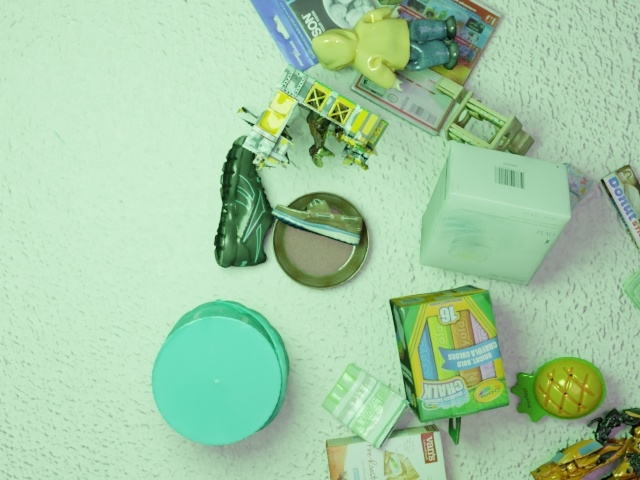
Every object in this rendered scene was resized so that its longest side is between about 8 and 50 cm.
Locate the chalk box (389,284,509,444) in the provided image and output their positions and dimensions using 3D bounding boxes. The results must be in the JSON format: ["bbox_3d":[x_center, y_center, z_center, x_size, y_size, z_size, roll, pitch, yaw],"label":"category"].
[{"bbox_3d":[0.255,0.247,1.532,0.179,0.180,0.288,-11,92,-2],"label":"chalk box"}]

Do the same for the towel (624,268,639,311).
[{"bbox_3d":[0.824,0.084,1.622,0.325,0.038,0.248,-41,92,-2],"label":"towel"}]

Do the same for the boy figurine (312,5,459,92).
[{"bbox_3d":[0.126,-0.372,1.530,0.285,0.092,0.177,-6,81,-4],"label":"boy figurine"}]

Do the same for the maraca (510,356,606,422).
[{"bbox_3d":[0.482,0.305,1.584,0.186,0.099,0.127,-19,82,23],"label":"maraca"}]

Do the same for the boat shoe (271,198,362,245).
[{"bbox_3d":[-0.004,-0.046,1.545,0.183,0.066,0.066,18,85,-12],"label":"boat shoe"}]

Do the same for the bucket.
[{"bbox_3d":[-0.191,0.257,1.511,0.281,0.183,0.281,0,90,-2],"label":"bucket"}]

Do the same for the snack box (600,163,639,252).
[{"bbox_3d":[0.653,-0.066,1.622,0.064,0.022,0.178,-29,92,0],"label":"snack box"}]

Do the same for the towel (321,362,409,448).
[{"bbox_3d":[0.088,0.330,1.566,0.152,0.023,0.113,32,84,27],"label":"towel"}]

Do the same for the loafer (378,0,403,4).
[{"bbox_3d":[0.136,-0.522,1.568,0.050,0.056,0.148,13,55,-26],"label":"loafer"}]

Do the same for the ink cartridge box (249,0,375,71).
[{"bbox_3d":[-0.015,-0.475,1.584,0.208,0.045,0.206,-32,93,-1],"label":"ink cartridge box"}]

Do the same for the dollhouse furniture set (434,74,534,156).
[{"bbox_3d":[0.313,-0.223,1.574,0.182,0.161,0.101,38,98,31],"label":"dollhouse furniture set"}]

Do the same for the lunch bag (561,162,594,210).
[{"bbox_3d":[0.508,-0.107,1.602,0.071,0.053,0.083,36,98,-1],"label":"lunch bag"}]

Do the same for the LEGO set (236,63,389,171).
[{"bbox_3d":[-0.023,-0.189,1.459,0.255,0.331,0.192,29,97,-15],"label":"LEGO set"}]

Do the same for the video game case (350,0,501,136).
[{"bbox_3d":[0.216,-0.386,1.603,0.204,0.025,0.285,29,89,-2],"label":"video game case"}]

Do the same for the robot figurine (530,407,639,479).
[{"bbox_3d":[0.594,0.473,1.591,0.291,0.085,0.211,-28,92,-2],"label":"robot figurine"}]

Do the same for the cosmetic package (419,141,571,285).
[{"bbox_3d":[0.327,-0.045,1.496,0.224,0.224,0.138,11,53,-2],"label":"cosmetic package"}]

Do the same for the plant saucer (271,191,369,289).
[{"bbox_3d":[0.000,0.000,1.591,0.199,0.036,0.198,0,90,-3],"label":"plant saucer"}]

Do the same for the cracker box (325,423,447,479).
[{"bbox_3d":[0.135,0.471,1.582,0.233,0.067,0.155,-8,90,-3],"label":"cracker box"}]

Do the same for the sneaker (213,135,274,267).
[{"bbox_3d":[-0.149,-0.075,1.569,0.106,0.101,0.267,5,93,-20],"label":"sneaker"}]
